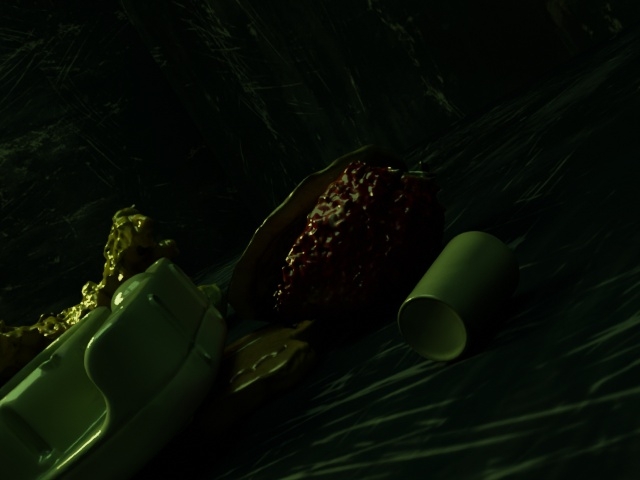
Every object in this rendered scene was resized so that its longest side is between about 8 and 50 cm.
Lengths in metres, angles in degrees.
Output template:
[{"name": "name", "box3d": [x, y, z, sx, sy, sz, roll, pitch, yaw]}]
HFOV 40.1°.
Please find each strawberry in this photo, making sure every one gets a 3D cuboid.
[{"name": "strawberry", "box3d": [0.050, 0.003, 0.779, 0.085, 0.140, 0.192, 22, 21, 35]}]

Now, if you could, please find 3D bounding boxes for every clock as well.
[{"name": "clock", "box3d": [-0.228, 0.161, 0.736, 0.324, 0.108, 0.265, -40, 10, 3]}]

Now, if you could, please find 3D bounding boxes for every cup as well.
[{"name": "cup", "box3d": [0.081, 0.039, 0.566, 0.075, 0.054, 0.083, -26, 10, 41]}]

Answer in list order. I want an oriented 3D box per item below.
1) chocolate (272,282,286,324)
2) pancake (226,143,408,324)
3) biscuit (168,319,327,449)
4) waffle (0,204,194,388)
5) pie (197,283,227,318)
[{"name": "chocolate", "box3d": [0.019, 0.027, 0.856, 0.182, 0.028, 0.086, -19, -40, -45]}, {"name": "pancake", "box3d": [0.001, 0.002, 0.875, 0.212, 0.029, 0.235, -19, -36, -36]}, {"name": "biscuit", "box3d": [-0.080, 0.123, 0.817, 0.184, 0.035, 0.249, -32, 5, -5]}, {"name": "waffle", "box3d": [-0.260, 0.112, 0.891, 0.293, 0.259, 0.069, -23, 41, -18]}, {"name": "pie", "box3d": [-0.278, 0.173, 1.317, 0.323, 0.070, 0.323, -33, 6, 4]}]
